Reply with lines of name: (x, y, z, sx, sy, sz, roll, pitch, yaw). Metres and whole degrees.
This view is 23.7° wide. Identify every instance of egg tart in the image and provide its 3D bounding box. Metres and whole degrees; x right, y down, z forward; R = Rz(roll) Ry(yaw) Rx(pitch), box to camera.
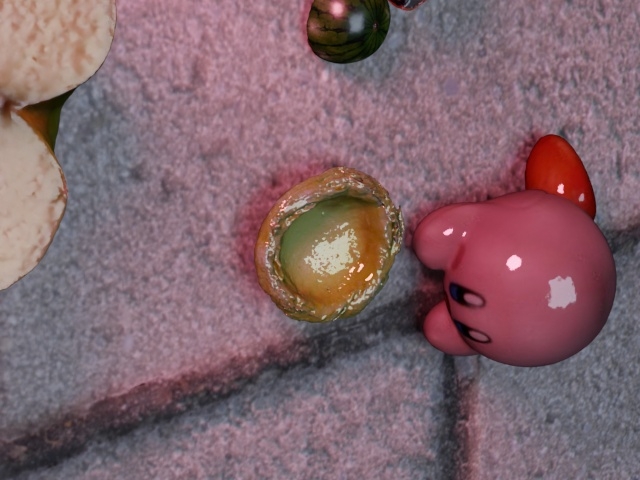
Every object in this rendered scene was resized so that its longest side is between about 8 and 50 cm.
egg tart: (0.000, 0.000, 1.760, 0.197, 0.078, 0.197, -14, 115, -32)

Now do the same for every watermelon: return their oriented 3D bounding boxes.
watermelon: (0.038, -0.241, 1.694, 0.105, 0.062, 0.105, -19, 125, -30)

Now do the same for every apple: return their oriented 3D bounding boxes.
apple: (-0.364, -0.146, 1.283, 0.360, 0.320, 0.312, 16, 138, -35)

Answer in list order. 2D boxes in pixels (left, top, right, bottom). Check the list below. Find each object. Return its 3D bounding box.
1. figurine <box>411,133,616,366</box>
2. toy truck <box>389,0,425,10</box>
figurine: (0.272, 0.041, 1.899, 0.261, 0.211, 0.269, -24, 121, -28)
toy truck: (0.050, -0.368, 1.615, 0.107, 0.114, 0.252, -47, 129, -12)
